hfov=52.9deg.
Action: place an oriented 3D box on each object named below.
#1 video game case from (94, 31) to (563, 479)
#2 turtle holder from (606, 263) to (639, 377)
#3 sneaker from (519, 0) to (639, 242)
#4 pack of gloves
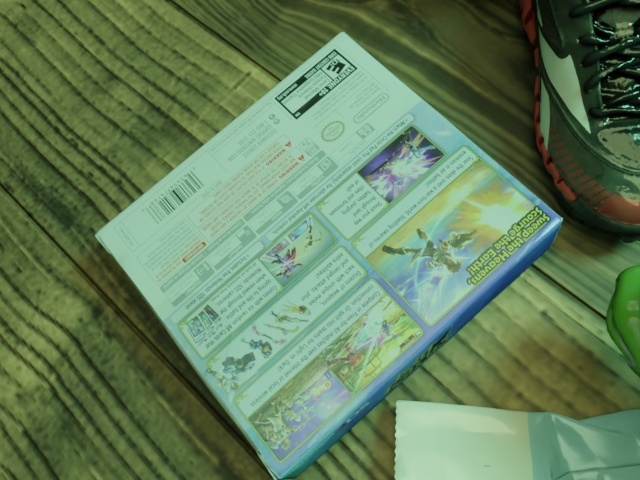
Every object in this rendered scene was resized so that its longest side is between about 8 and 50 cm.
[{"bbox_3d":[0.000,0.000,0.506,0.269,0.061,0.244,-41,67,-6],"label":"video game case"},{"bbox_3d":[0.318,0.125,0.310,0.320,0.227,0.244,2,71,12],"label":"turtle holder"},{"bbox_3d":[0.213,-0.141,0.481,0.097,0.135,0.276,-4,70,7],"label":"sneaker"},{"bbox_3d":[0.165,0.207,0.418,0.231,0.046,0.195,-1,58,7],"label":"pack of gloves"}]
